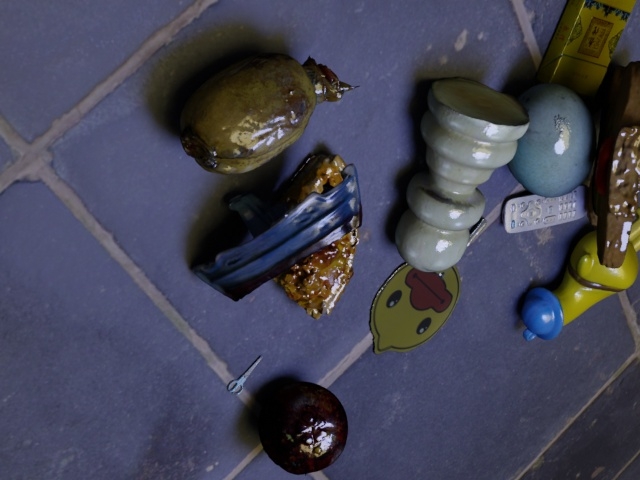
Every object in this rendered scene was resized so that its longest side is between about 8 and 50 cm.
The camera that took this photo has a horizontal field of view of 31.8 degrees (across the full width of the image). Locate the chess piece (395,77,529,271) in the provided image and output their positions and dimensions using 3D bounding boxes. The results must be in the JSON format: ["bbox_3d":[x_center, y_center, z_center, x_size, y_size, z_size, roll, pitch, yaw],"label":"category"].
[{"bbox_3d":[0.225,-0.098,1.947,0.182,0.182,0.330,-8,127,-38],"label":"chess piece"}]

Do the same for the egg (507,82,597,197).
[{"bbox_3d":[0.414,-0.181,2.036,0.169,0.169,0.236,-39,138,-14],"label":"egg"}]

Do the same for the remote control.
[{"bbox_3d":[0.450,-0.068,2.239,0.229,0.044,0.073,-12,112,-29],"label":"remote control"}]

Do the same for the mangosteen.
[{"bbox_3d":[-0.032,0.332,2.013,0.172,0.184,0.172,0,96,2],"label":"mangosteen"}]

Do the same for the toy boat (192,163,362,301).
[{"bbox_3d":[-0.069,-0.023,1.731,0.309,0.142,0.129,-32,180,14],"label":"toy boat"}]

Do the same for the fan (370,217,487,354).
[{"bbox_3d":[0.211,0.089,2.156,0.335,0.011,0.229,-49,137,-1],"label":"fan"}]

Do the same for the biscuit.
[{"bbox_3d":[0.541,-0.164,2.068,0.394,0.076,0.368,-57,153,-70],"label":"biscuit"}]

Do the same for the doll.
[{"bbox_3d":[0.566,0.087,2.373,0.363,0.145,0.199,-42,142,-2],"label":"doll"}]

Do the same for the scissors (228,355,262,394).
[{"bbox_3d":[-0.129,0.233,1.958,0.083,0.006,0.036,-50,136,-3],"label":"scissors"}]

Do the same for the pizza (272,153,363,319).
[{"bbox_3d":[0.000,0.000,1.859,0.161,0.085,0.305,-14,124,-33],"label":"pizza"}]

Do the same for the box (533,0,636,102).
[{"bbox_3d":[0.501,-0.399,2.067,0.153,0.041,0.279,4,114,-44],"label":"box"}]

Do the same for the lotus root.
[{"bbox_3d":[-0.079,-0.196,1.621,0.278,0.154,0.154,-31,133,-22],"label":"lotus root"}]
